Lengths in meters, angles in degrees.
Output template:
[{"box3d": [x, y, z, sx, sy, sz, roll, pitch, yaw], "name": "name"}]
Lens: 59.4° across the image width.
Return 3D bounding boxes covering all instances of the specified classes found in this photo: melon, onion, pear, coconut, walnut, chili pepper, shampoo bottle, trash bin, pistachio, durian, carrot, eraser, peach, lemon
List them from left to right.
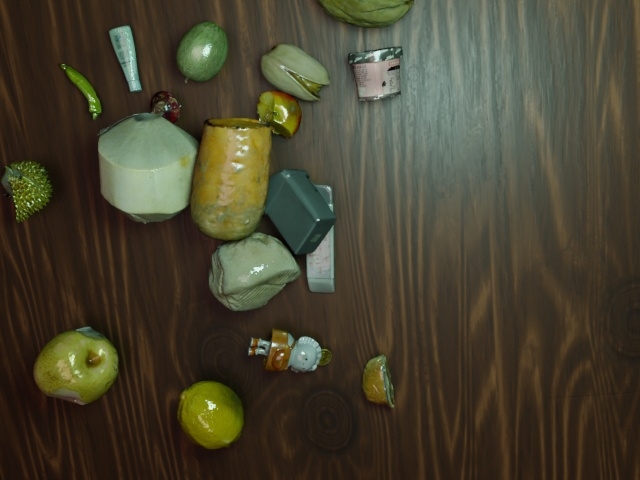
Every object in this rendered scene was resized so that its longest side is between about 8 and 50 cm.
[{"box3d": [-0.953, -0.165, 1.830, 0.237, 0.138, 0.193, 0, 106, 52], "name": "durian"}, {"box3d": [-0.817, 0.426, 1.877, 0.271, 0.271, 0.271, 2, 103, 9], "name": "pear"}, {"box3d": [-0.745, -0.481, 1.768, 0.049, 0.043, 0.208, -30, 92, 40], "name": "chili pepper"}, {"box3d": [-0.591, -0.553, 1.721, 0.069, 0.041, 0.191, -12, 101, 6], "name": "shampoo bottle"}, {"box3d": [-0.500, -0.219, 1.638, 0.323, 0.323, 0.323, 2, 103, 9], "name": "coconut"}, {"box3d": [-0.471, -0.404, 1.714, 0.107, 0.097, 0.107, 25, 126, 41], "name": "onion"}, {"box3d": [-0.348, -0.542, 1.635, 0.139, 0.139, 0.192, 36, 105, 0], "name": "melon"}, {"box3d": [-0.360, 0.576, 1.858, 0.204, 0.204, 0.260, -37, 108, 15], "name": "lemon"}, {"box3d": [-0.256, -0.175, 1.600, 0.224, 0.224, 0.341, 11, 111, 7], "name": "carrot"}, {"box3d": [-0.108, -0.365, 1.625, 0.118, 0.151, 0.151, -23, 100, -25], "name": "peach"}, {"box3d": [-0.072, -0.479, 1.609, 0.206, 0.131, 0.129, 29, 114, -3], "name": "pistachio"}, {"box3d": [-0.072, -0.095, 1.655, 0.236, 0.101, 0.177, 55, 129, 26], "name": "trash bin"}, {"box3d": [0.000, 0.000, 1.740, 0.089, 0.061, 0.352, 2, 103, 10], "name": "eraser"}, {"box3d": [0.117, -0.682, 1.477, 0.283, 0.283, 0.227, 23, 134, 3], "name": "walnut"}]

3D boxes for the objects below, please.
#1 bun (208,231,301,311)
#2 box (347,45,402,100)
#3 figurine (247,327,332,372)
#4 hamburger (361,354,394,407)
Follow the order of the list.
[{"box3d": [-0.218, 0.082, 1.714, 0.281, 0.281, 0.205, -42, 68, 15], "name": "bun"}, {"box3d": [0.160, -0.464, 1.567, 0.151, 0.151, 0.135, -6, 109, 11], "name": "box"}, {"box3d": [-0.098, 0.360, 1.813, 0.271, 0.143, 0.143, 6, 106, -26], "name": "figurine"}, {"box3d": [0.175, 0.461, 1.801, 0.102, 0.087, 0.176, -11, 103, 10], "name": "hamburger"}]
